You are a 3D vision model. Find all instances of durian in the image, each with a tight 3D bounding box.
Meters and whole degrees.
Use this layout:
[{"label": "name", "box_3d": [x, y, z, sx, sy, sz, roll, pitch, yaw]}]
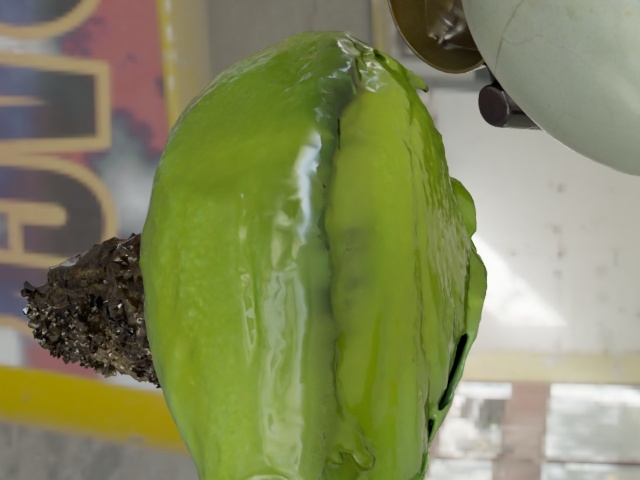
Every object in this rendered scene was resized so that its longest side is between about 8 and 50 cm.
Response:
[{"label": "durian", "box_3d": [0.000, 0.000, 0.534, 0.250, 0.101, 0.139, -84, 153, -50]}]

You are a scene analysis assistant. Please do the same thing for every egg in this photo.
[{"label": "egg", "box_3d": [0.164, -0.126, 0.816, 0.209, 0.151, 0.151, 59, -1, 24]}]

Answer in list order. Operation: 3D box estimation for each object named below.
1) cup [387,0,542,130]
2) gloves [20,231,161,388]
[{"label": "cup", "box_3d": [0.193, -0.221, 1.367, 0.177, 0.239, 0.166, -27, 162, -38]}, {"label": "gloves", "box_3d": [-0.086, 0.056, 1.094, 0.210, 0.312, 0.135, -1, 99, -56]}]
